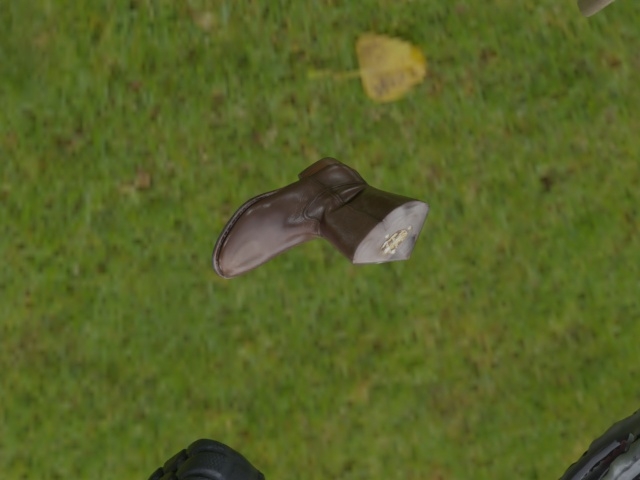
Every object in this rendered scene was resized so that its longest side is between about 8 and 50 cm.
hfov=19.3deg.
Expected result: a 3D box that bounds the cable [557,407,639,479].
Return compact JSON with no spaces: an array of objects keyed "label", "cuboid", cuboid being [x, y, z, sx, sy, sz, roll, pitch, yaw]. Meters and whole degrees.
[{"label":"cable","cuboid":[0.024,0.128,0.594,0.072,0.139,0.287,37,151,1]}]

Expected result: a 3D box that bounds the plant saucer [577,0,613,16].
[{"label":"plant saucer","cuboid":[0.224,-0.193,0.844,0.278,0.278,0.041,-34,92,21]}]

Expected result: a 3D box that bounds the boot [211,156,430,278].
[{"label":"boot","cuboid":[0.000,0.000,1.085,0.106,0.114,0.037,-42,124,-9]}]

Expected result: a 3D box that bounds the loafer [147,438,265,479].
[{"label":"loafer","cuboid":[-0.103,0.193,1.145,0.078,0.076,0.223,40,134,-14]}]
